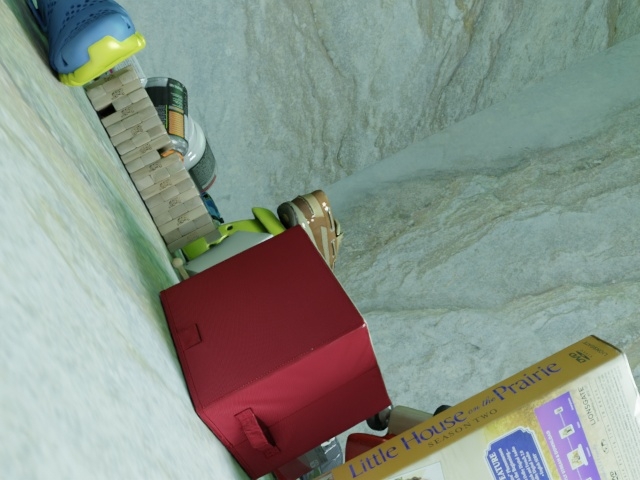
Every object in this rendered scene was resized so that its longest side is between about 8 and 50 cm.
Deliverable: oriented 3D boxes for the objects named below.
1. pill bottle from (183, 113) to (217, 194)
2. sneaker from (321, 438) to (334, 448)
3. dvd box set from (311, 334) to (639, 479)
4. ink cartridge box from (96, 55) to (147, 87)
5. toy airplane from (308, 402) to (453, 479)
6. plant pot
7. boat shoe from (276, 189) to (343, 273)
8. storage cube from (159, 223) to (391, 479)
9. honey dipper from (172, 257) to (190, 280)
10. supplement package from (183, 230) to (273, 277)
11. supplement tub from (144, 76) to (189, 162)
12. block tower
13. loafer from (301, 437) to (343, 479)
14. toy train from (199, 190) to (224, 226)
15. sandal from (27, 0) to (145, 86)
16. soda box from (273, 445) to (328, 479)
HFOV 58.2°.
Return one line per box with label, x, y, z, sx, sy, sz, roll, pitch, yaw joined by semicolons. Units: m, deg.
pill bottle;-0.366;-0.228;1.486;0.161;0.161;0.283;61;-8;13
sneaker;-0.009;0.346;1.073;0.302;0.108;0.120;-36;-116;62
dvd box set;0.186;0.332;0.650;0.307;0.421;0.062;64;-4;-15
ink cartridge box;-0.482;-0.406;1.237;0.239;0.060;0.275;-25;-88;58
toy airplane;0.168;0.450;0.903;0.385;0.272;0.386;28;-31;3
plant pot;-0.138;0.073;1.267;0.228;0.207;0.227;51;-12;21
boat shoe;0.000;0.000;1.329;0.122;0.120;0.324;49;-12;28
storage cube;-0.053;0.129;0.697;0.215;0.193;0.183;57;-9;46
honey dipper;-0.197;0.099;0.942;0.160;0.031;0.030;61;-7;-9
supplement package;-0.117;0.120;1.021;0.134;0.139;0.244;7;-53;55
supplement tub;-0.354;-0.256;1.286;0.117;0.117;0.190;90;-4;-74
block tower;-0.290;-0.134;1.013;0.335;0.097;0.091;62;-7;-7
loafer;-0.001;0.527;1.297;0.095;0.109;0.302;14;-53;55
toy train;-0.283;-0.046;1.338;0.080;0.105;0.184;67;-9;-29
sandal;-0.335;-0.305;0.777;0.317;0.126;0.138;41;-18;49
soda box;-0.087;0.237;0.890;0.263;0.084;0.092;64;-8;-9
